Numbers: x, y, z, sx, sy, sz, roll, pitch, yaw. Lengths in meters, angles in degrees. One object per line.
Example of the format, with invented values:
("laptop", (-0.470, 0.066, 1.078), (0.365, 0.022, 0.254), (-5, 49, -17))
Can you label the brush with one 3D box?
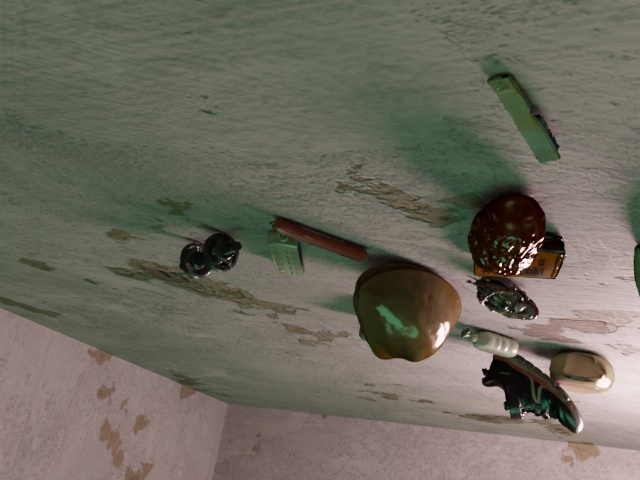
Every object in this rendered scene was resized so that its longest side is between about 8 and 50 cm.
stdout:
("brush", (0.261, -0.158, 1.198), (0.033, 0.030, 0.178), (5, 152, 40))

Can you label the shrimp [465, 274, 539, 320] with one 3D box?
("shrimp", (0.361, 0.113, 1.891), (0.190, 0.074, 0.073), (32, -174, -26))

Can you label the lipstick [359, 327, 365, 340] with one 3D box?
("lipstick", (0.134, 0.192, 2.285), (0.063, 0.057, 0.186), (11, 157, 0))

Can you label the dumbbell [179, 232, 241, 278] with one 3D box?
("dumbbell", (-0.231, 0.034, 1.963), (0.082, 0.081, 0.254), (21, 159, -28))

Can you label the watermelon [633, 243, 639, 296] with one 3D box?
("watermelon", (0.626, 0.046, 1.579), (0.207, 0.136, 0.202), (41, 115, -7))

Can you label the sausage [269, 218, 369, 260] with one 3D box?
("sausage", (0.000, 0.000, 1.812), (0.223, 0.029, 0.029), (20, 160, -25))

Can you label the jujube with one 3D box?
("jujube", (0.297, -0.011, 1.502), (0.112, 0.109, 0.176), (-23, 157, -12))

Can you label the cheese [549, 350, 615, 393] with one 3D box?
("cheese", (0.653, 0.349, 2.411), (0.163, 0.082, 0.286), (10, 163, 9))

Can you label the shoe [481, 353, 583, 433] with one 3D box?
("shoe", (0.519, 0.391, 2.359), (0.291, 0.137, 0.114), (38, 175, 20))

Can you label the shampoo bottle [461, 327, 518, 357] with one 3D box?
("shampoo bottle", (0.401, 0.245, 2.297), (0.152, 0.045, 0.077), (18, 163, -25))

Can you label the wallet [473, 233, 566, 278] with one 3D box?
("wallet", (0.348, 0.031, 1.687), (0.161, 0.042, 0.195), (7, 161, 10))

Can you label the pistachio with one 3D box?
("pistachio", (0.179, 0.137, 1.949), (0.213, 0.163, 0.260), (-28, 136, -2))

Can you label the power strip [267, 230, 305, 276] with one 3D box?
("power strip", (-0.068, 0.028, 1.938), (0.060, 0.027, 0.252), (9, 162, 6))
